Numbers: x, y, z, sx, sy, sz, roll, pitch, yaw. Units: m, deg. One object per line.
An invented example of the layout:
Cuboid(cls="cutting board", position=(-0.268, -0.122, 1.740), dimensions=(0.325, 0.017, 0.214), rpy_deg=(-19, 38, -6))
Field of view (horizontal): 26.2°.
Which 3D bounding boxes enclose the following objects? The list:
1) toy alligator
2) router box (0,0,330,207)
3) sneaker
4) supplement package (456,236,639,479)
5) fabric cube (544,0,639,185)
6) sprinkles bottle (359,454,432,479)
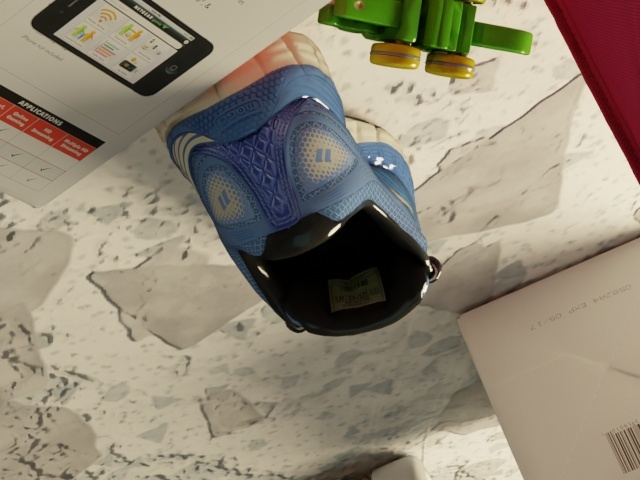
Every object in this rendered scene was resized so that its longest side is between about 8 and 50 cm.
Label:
Cuboid(cls="toy alligator", position=(0.034, -0.128, 0.782), dimensions=(0.190, 0.056, 0.051), rpy_deg=(6, -176, -28))
Cuboid(cls="router box", position=(-0.125, -0.172, 0.568), dimensions=(0.301, 0.082, 0.335), rpy_deg=(-33, 148, 17))
Cuboid(cls="sneaker", position=(0.000, 0.000, 0.842), dimensions=(0.130, 0.147, 0.330), rpy_deg=(-25, 162, 10))
Cuboid(cls="supplement package", position=(0.268, 0.159, 1.218), dimensions=(0.199, 0.198, 0.262), rpy_deg=(-24, 149, 6))
Cuboid(cls="fabric cube", position=(0.228, -0.194, 0.584), dimensions=(0.258, 0.254, 0.259), rpy_deg=(-18, 150, -3))
Cuboid(cls="sprinkles bottle", position=(-0.041, 0.339, 1.404), dimensions=(0.355, 0.121, 0.121), rpy_deg=(-24, 149, 8))
